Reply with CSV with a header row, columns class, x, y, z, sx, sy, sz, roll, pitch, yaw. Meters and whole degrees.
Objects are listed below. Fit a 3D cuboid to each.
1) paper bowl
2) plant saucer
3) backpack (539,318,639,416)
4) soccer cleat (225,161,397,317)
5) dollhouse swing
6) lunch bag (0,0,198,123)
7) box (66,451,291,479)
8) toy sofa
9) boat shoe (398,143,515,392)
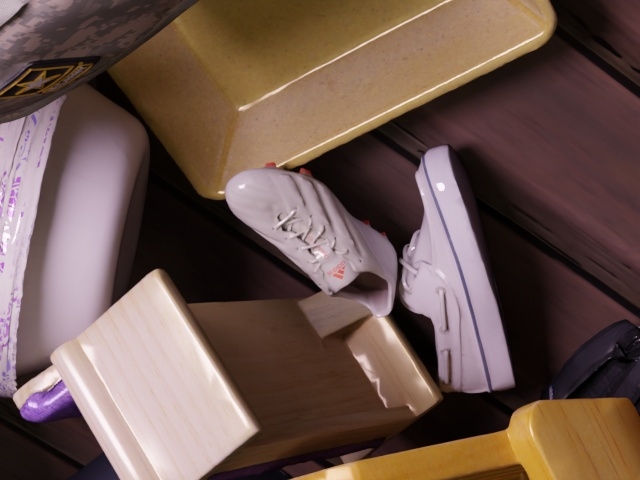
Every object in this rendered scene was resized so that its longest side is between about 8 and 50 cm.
class,x,y,z,sx,sy,sz,roll,pitch,yaw
paper bowl,-0.224,-0.012,1.314,0.148,0.284,0.284,12,124,-2
plant saucer,-0.036,-0.233,1.270,0.333,0.081,0.332,-25,119,21
backpack,0.281,0.158,1.477,0.115,0.152,0.182,10,124,-25
soccer cleat,0.000,0.000,1.359,0.068,0.076,0.196,-31,138,28
dollhouse swing,0.093,0.304,1.381,0.347,0.305,0.315,-30,86,51
lunch bag,-0.182,-0.188,1.064,0.235,0.287,0.169,-27,117,39
box,-0.148,0.377,1.634,0.312,0.179,0.343,41,118,-19
toy sofa,-0.065,0.130,1.345,0.177,0.362,0.150,-40,73,20
boat shoe,0.108,0.036,1.428,0.084,0.095,0.258,-12,121,8
